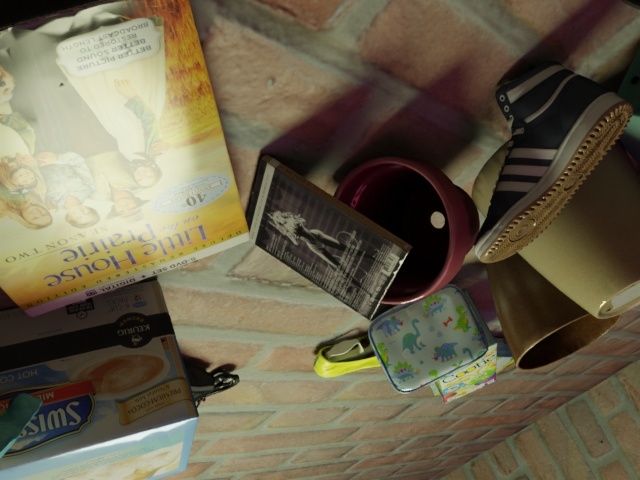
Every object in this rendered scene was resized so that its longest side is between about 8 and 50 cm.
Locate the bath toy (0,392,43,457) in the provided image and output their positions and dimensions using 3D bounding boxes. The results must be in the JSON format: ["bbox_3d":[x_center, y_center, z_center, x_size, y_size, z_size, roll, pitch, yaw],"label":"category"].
[{"bbox_3d":[-0.462,0.111,0.721,0.348,0.129,0.151,49,150,-23],"label":"bath toy"}]

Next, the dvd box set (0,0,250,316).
[{"bbox_3d":[-0.252,-0.080,0.733,0.307,0.062,0.420,-19,149,-9],"label":"dvd box set"}]

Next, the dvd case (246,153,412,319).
[{"bbox_3d":[0.000,0.000,0.919,0.018,0.221,0.165,-50,168,-38],"label":"dvd case"}]

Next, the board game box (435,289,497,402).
[{"bbox_3d":[0.309,0.250,1.584,0.142,0.144,0.275,-24,150,0],"label":"board game box"}]

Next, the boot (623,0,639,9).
[{"bbox_3d":[0.505,-0.293,0.900,0.262,0.091,0.229,5,177,12],"label":"boot"}]

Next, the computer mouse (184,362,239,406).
[{"bbox_3d":[-0.280,0.275,1.277,0.188,0.072,0.272,-30,162,6],"label":"computer mouse"}]

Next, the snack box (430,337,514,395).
[{"bbox_3d":[0.417,0.344,1.886,0.174,0.070,0.207,11,133,-46],"label":"snack box"}]

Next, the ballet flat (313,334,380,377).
[{"bbox_3d":[0.095,0.234,1.478,0.230,0.077,0.077,-14,134,-15],"label":"ballet flat"}]

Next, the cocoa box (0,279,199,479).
[{"bbox_3d":[-0.374,0.239,0.980,0.347,0.228,0.231,-11,147,-23],"label":"cocoa box"}]

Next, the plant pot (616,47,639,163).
[{"bbox_3d":[0.548,-0.184,1.014,0.234,0.165,0.166,22,96,-36],"label":"plant pot"}]

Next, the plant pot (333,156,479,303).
[{"bbox_3d":[0.139,-0.020,1.003,0.201,0.201,0.180,-44,161,30],"label":"plant pot"}]

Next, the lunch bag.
[{"bbox_3d":[0.215,0.196,1.403,0.219,0.176,0.090,-27,170,0],"label":"lunch bag"}]

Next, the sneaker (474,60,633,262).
[{"bbox_3d":[0.279,-0.112,0.957,0.099,0.153,0.282,3,129,-47],"label":"sneaker"}]

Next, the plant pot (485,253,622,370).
[{"bbox_3d":[0.418,0.096,1.331,0.215,0.230,0.215,-19,149,-12],"label":"plant pot"}]

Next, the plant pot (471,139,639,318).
[{"bbox_3d":[0.420,-0.022,1.103,0.256,0.274,0.256,-18,150,-11],"label":"plant pot"}]
